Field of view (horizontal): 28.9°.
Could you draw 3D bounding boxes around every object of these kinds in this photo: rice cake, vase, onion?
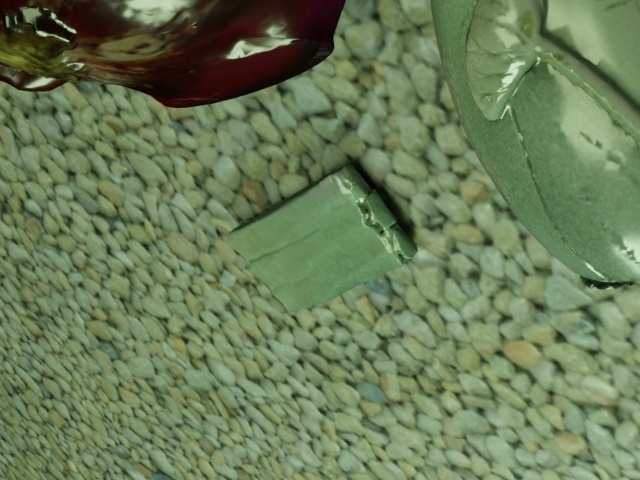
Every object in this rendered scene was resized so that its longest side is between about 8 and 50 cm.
[{"bbox_3d":[0.000,0.000,1.233,0.124,0.038,0.211,50,142,-4],"label":"rice cake"},{"bbox_3d":[0.151,-0.205,0.755,0.250,0.250,0.445,-8,115,47],"label":"vase"},{"bbox_3d":[-0.156,-0.315,0.914,0.398,0.398,0.420,-8,76,47],"label":"onion"}]
